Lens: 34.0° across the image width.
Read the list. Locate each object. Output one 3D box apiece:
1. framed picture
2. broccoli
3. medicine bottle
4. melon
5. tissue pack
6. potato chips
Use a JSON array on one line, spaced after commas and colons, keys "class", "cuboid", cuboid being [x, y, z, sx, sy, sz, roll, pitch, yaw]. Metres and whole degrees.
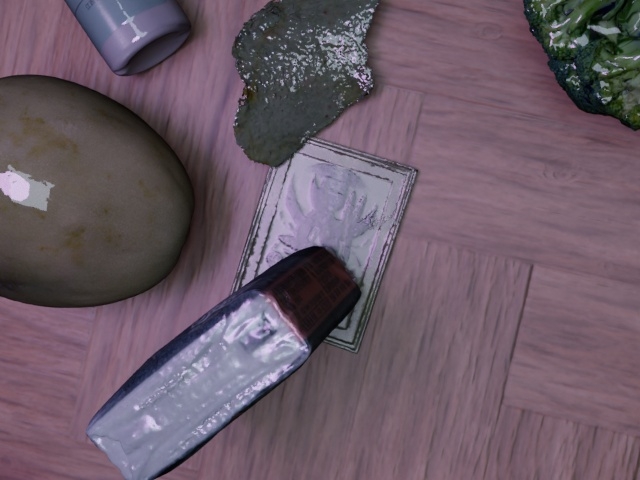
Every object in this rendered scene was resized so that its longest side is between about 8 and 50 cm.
[{"class": "framed picture", "cuboid": [0.000, 0.000, 1.238, 0.173, 0.010, 0.231, 17, 92, 6]}, {"class": "broccoli", "cuboid": [0.355, -0.246, 1.089, 0.295, 0.245, 0.265, 2, 71, -17]}, {"class": "medicine bottle", "cuboid": [-0.287, -0.362, 1.217, 0.110, 0.110, 0.351, -34, 87, 6]}, {"class": "melon", "cuboid": [-0.295, -0.051, 1.151, 0.308, 0.272, 0.271, 2, 91, 15]}, {"class": "tissue pack", "cuboid": [-0.085, 0.115, 1.087, 0.228, 0.316, 0.103, -38, 89, 13]}, {"class": "potato chips", "cuboid": [-0.021, -0.196, 1.210, 0.167, 0.059, 0.228, 6, 87, -4]}]
